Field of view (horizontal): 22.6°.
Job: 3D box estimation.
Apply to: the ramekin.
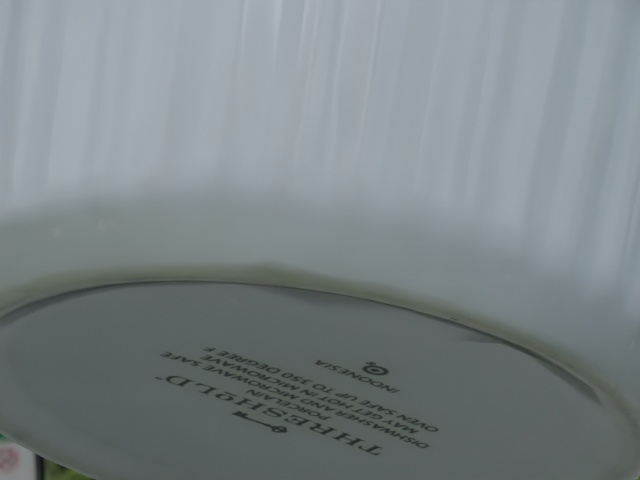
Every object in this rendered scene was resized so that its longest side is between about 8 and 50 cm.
[{"bbox_3d":[0.000,0.000,0.501,0.273,0.127,0.273,6,-27,3],"label":"ramekin"}]
